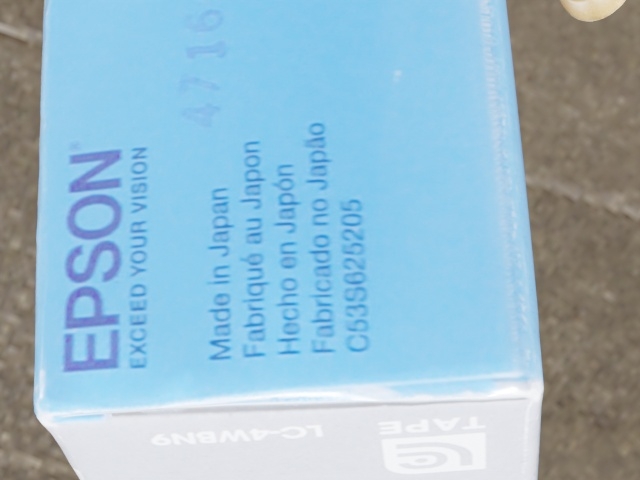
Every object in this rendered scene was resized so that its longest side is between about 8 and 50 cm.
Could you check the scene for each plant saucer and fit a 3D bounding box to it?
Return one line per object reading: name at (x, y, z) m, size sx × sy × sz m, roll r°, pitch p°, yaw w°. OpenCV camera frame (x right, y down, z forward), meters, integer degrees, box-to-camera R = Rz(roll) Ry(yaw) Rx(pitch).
plant saucer at (0.195, -0.200, 1.350) m, size 0.015 × 0.083 × 0.083 m, roll 10°, pitch 41°, yaw -39°

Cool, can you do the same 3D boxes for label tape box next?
label tape box at (0.000, 0.000, 0.581) m, size 0.115 × 0.347 × 0.249 m, roll -4°, pitch 63°, yaw 1°
